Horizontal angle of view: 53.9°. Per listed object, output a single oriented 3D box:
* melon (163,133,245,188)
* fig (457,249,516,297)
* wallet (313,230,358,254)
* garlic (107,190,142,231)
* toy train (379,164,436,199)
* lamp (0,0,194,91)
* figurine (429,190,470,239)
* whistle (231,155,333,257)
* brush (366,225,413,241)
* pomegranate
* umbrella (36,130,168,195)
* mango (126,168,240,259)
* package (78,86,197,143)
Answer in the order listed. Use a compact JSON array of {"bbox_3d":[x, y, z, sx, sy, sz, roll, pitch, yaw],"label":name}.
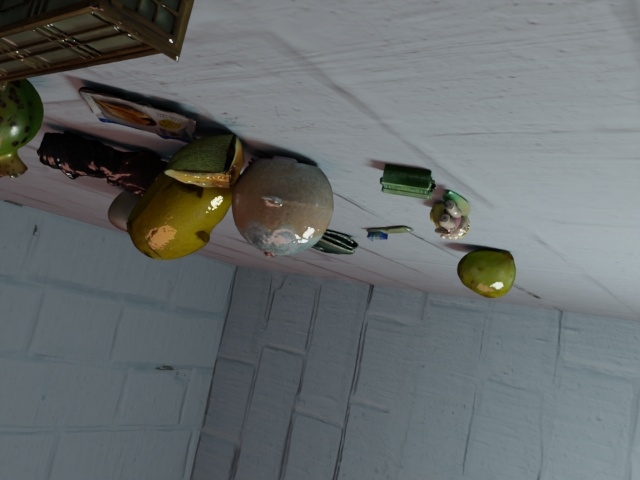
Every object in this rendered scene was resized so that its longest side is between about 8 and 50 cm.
[{"bbox_3d":[-0.188,-0.133,1.016,0.128,0.079,0.160,2,178,-5],"label":"melon"},{"bbox_3d":[0.421,0.084,1.603,0.153,0.120,0.136,5,175,37],"label":"fig"},{"bbox_3d":[-0.001,0.003,1.892,0.160,0.055,0.236,21,170,-19],"label":"wallet"},{"bbox_3d":[-0.459,-0.062,1.782,0.279,0.132,0.325,10,174,7],"label":"garlic"},{"bbox_3d":[0.142,-0.096,1.026,0.093,0.038,0.056,10,166,12],"label":"toy train"},{"bbox_3d":[-0.256,-0.210,0.591,0.325,0.090,0.089,4,168,37],"label":"lamp"},{"bbox_3d":[0.234,-0.044,1.161,0.083,0.083,0.187,9,178,17],"label":"figurine"},{"bbox_3d":[-0.057,-0.057,1.169,0.189,0.189,0.348,10,-177,9],"label":"whistle"},{"bbox_3d":[0.169,-0.017,1.583,0.033,0.030,0.178,26,167,-24],"label":"brush"},{"bbox_3d":[-0.467,-0.184,0.923,0.143,0.122,0.169,10,139,49],"label":"pomegranate"},{"bbox_3d":[-0.389,-0.142,1.259,0.326,0.094,0.090,15,179,-19],"label":"umbrella"},{"bbox_3d":[-0.258,-0.064,1.206,0.167,0.130,0.262,20,127,-37],"label":"mango"},{"bbox_3d":[-0.275,-0.189,0.985,0.171,0.027,0.173,12,171,-7],"label":"package"}]
